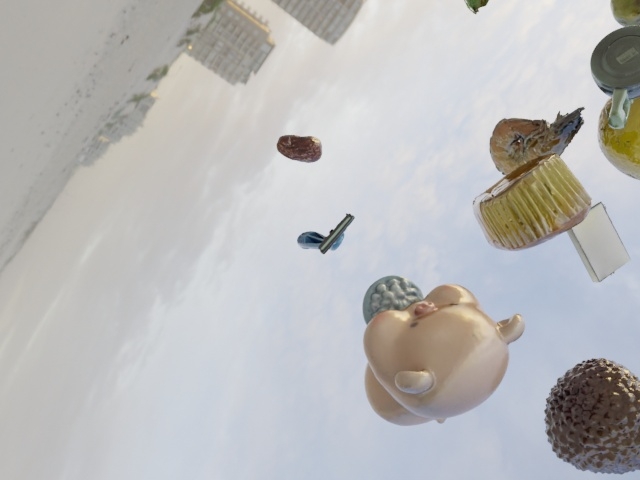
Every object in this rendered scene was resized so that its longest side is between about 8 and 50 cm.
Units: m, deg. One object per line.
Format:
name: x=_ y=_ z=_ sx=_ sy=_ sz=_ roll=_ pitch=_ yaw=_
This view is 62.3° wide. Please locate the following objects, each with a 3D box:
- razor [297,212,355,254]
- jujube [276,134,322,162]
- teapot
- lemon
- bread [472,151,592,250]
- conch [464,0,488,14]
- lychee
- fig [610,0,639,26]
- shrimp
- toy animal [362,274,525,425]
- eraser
razor: x=0.000 y=0.000 z=0.968 sx=0.082 sy=0.042 sz=0.253 roll=-50 pitch=-168 yaw=-12
jujube: x=-0.058 y=-0.256 z=1.463 sx=0.077 sy=0.129 sz=0.077 roll=-171 pitch=-90 yaw=-79
teapot: x=0.427 y=-0.228 z=0.753 sx=0.124 sy=0.090 sz=0.092 roll=-51 pitch=-124 yaw=10
lemon: x=0.740 y=-0.238 z=1.150 sx=0.236 sy=0.263 sz=0.236 roll=-53 pitch=172 yaw=-11
bread: x=0.442 y=-0.069 z=1.127 sx=0.204 sy=0.156 sz=0.288 roll=-34 pitch=180 yaw=1
conch: x=0.339 y=-0.595 z=1.165 sx=0.106 sy=0.079 sz=0.170 roll=154 pitch=-83 yaw=-74
lychee: x=0.444 y=0.284 z=0.845 sx=0.188 sy=0.188 sz=0.188 roll=-40 pitch=-147 yaw=34
fig: x=0.916 y=-0.700 z=1.500 sx=0.181 sy=0.181 sz=0.191 roll=-39 pitch=-163 yaw=36
shrimp: x=0.496 y=-0.241 z=1.241 sx=0.062 sy=0.164 sz=0.317 roll=-46 pitch=175 yaw=-21
toy animal: x=0.159 y=0.186 z=0.800 sx=0.210 sy=0.221 sz=0.229 roll=-24 pitch=-148 yaw=-25
eraser: x=0.605 y=0.003 z=1.156 sx=0.103 sy=0.150 sz=0.023 roll=-30 pitch=-177 yaw=-15
